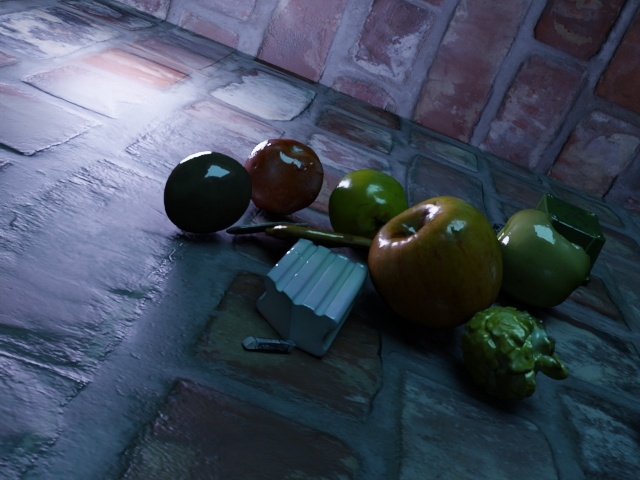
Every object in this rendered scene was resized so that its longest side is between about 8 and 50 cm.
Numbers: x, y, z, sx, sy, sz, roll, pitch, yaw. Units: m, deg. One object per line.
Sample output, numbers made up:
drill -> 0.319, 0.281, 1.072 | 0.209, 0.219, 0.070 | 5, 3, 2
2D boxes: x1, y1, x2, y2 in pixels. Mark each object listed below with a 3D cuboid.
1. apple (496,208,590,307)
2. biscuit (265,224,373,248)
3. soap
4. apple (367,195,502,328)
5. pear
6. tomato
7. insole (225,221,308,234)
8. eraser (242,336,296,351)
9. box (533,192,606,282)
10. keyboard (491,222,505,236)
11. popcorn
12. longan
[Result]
apple -> 0.578, 0.055, 1.914 | 0.279, 0.279, 0.279 | 19, 23, -8
biscuit -> 0.001, -0.005, 1.651 | 0.260, 0.041, 0.203 | 7, -9, -1
soap -> -0.018, 0.107, 1.440 | 0.173, 0.095, 0.289 | 24, 23, 7
apple -> 0.257, 0.060, 1.546 | 0.299, 0.299, 0.275 | -72, 139, -67
pear -> 0.125, -0.084, 1.857 | 0.213, 0.212, 0.269 | 17, 18, -13
tomato -> -0.097, -0.161, 1.846 | 0.208, 0.184, 0.208 | 21, 29, -12
insole -> -0.122, -0.031, 1.695 | 0.248, 0.081, 0.011 | -3, 77, -50
eraser -> -0.093, 0.189, 1.287 | 0.099, 0.019, 0.027 | 10, 11, -28
box -> 0.809, -0.021, 2.378 | 0.253, 0.177, 0.328 | 23, 22, 5
keyboard -> 0.602, -0.013, 2.369 | 0.094, 0.025, 0.230 | 25, 23, 14
popcorn -> 0.390, 0.227, 1.425 | 0.213, 0.197, 0.198 | 1, 21, 9
longan -> -0.252, -0.108, 1.591 | 0.198, 0.198, 0.212 | 36, 30, 30
